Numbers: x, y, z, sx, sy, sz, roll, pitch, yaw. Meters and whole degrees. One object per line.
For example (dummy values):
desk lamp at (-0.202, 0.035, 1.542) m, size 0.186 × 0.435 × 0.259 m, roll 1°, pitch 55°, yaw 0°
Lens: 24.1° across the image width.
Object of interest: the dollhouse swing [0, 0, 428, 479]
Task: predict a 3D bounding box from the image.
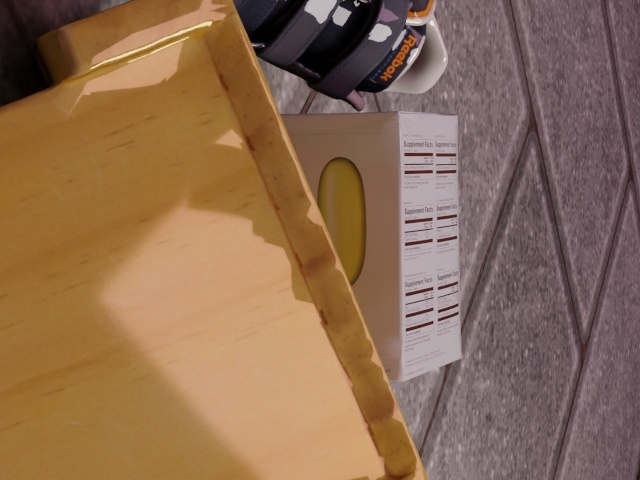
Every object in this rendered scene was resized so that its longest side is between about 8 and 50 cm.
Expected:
dollhouse swing at (-0.144, 0.056, 0.931) m, size 0.346 × 0.305 × 0.315 m, roll 67°, pitch -10°, yaw -9°

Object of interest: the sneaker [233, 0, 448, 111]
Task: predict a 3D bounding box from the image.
sneaker at (0.005, -0.182, 1.163) m, size 0.126 × 0.127 × 0.321 m, roll -51°, pitch 158°, yaw 20°

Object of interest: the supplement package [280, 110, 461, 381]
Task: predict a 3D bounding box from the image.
supplement package at (0.000, 0.000, 1.202) m, size 0.149 × 0.194 × 0.203 m, roll -7°, pitch 97°, yaw -67°
